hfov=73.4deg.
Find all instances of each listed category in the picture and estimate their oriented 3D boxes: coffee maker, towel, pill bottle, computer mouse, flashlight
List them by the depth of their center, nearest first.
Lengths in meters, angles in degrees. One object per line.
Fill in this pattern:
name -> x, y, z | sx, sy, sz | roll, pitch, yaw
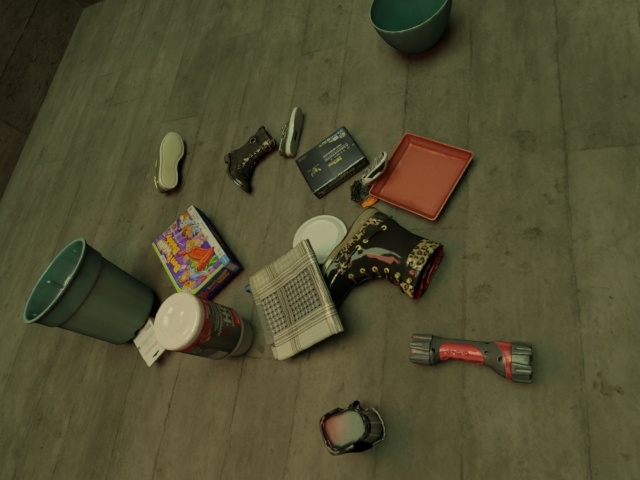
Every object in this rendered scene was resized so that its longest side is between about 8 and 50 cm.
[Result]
flashlight -> 0.389, 0.306, 1.130 | 0.304, 0.103, 0.103 | -1, 71, 25
coffee maker -> 0.073, 0.521, 1.149 | 0.120, 0.178, 0.171 | 38, 89, 35
towel -> -0.098, 0.196, 1.355 | 0.324, 0.056, 0.312 | -35, 69, 37
pill bottle -> -0.359, 0.288, 1.388 | 0.177, 0.318, 0.176 | -10, 65, 23
computer mouse -> 0.172, -0.219, 1.463 | 0.193, 0.042, 0.106 | -46, 23, 30

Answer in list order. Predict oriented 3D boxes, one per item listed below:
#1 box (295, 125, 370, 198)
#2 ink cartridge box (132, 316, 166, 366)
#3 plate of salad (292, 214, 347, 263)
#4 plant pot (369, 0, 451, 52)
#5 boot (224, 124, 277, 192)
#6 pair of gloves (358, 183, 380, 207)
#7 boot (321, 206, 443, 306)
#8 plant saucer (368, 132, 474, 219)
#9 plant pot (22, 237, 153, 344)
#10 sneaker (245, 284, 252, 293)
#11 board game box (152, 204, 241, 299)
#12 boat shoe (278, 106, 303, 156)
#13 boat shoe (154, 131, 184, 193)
box -> 0.041, -0.291, 1.596 | 0.233, 0.059, 0.183 | -34, 59, 11
ink cartridge box -> -0.638, 0.389, 1.641 | 0.104, 0.060, 0.180 | -49, 55, 0
plate of salad -> 0.000, 0.000, 1.496 | 0.200, 0.048, 0.199 | -10, 56, 15
plant pot -> 0.349, -0.811, 1.586 | 0.291, 0.195, 0.290 | -11, 63, 23
boot -> -0.276, -0.342, 1.762 | 0.229, 0.091, 0.262 | -34, 55, 11
pair of gloves -> 0.168, -0.158, 1.502 | 0.074, 0.010, 0.083 | -25, 59, 16
boot -> 0.173, 0.100, 1.317 | 0.284, 0.138, 0.377 | 27, 77, 33
plant saucer -> 0.331, -0.210, 1.420 | 0.259, 0.048, 0.259 | 28, 84, 33
plant pot -> -0.852, 0.220, 1.629 | 0.341, 0.334, 0.341 | -25, 43, 27
sneaker -> -0.211, 0.190, 1.517 | 0.144, 0.053, 0.059 | 6, 73, 30
board game box -> -0.485, 0.057, 1.660 | 0.233, 0.078, 0.347 | -44, 56, 3
boat shoe -> -0.125, -0.441, 1.736 | 0.070, 0.078, 0.219 | 3, 71, 27
boat shoe -> -0.702, -0.359, 1.977 | 0.091, 0.109, 0.304 | -28, 54, 45
